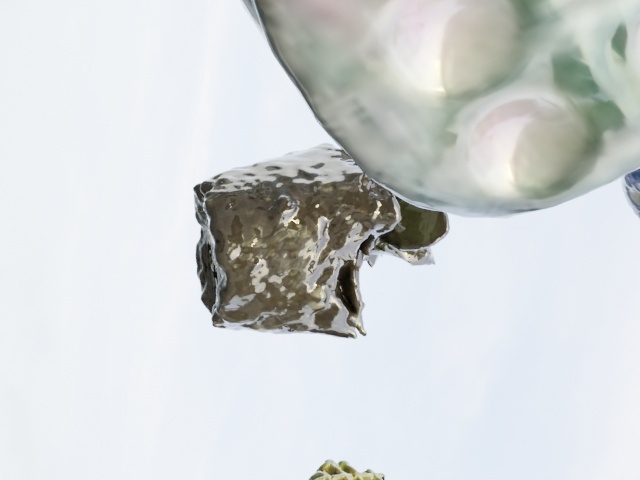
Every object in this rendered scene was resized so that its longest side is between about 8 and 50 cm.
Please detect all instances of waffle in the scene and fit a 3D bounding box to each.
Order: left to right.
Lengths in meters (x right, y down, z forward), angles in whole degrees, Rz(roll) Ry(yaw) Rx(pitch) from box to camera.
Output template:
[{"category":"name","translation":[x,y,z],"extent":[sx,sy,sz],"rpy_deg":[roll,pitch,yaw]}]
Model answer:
[{"category":"waffle","translation":[0.056,0.320,1.282],"extent":[0.183,0.169,0.036],"rpy_deg":[-40,149,-72]}]

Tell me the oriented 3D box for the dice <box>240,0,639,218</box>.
[{"category":"dice","translation":[0.117,-0.240,0.747],"extent":[0.331,0.328,0.348],"rpy_deg":[-28,-150,17]}]

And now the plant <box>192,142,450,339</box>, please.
[{"category":"plant","translation":[0.000,0.000,1.204],"extent":[0.199,0.276,0.188],"rpy_deg":[-128,-151,-62]}]

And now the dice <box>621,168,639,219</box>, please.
[{"category":"dice","translation":[0.510,-0.079,1.472],"extent":[0.143,0.146,0.146],"rpy_deg":[55,-14,-15]}]
